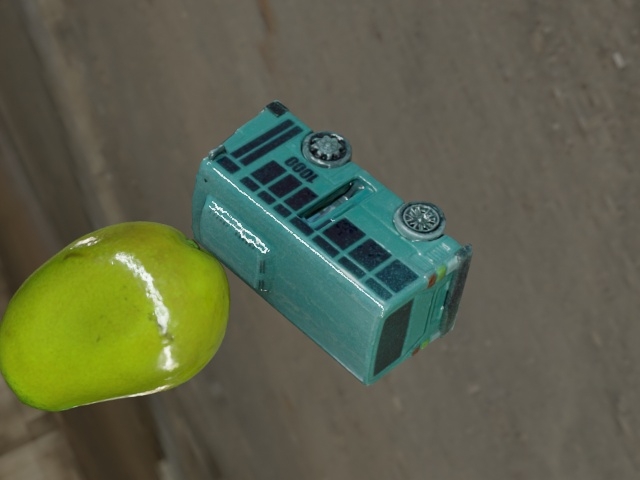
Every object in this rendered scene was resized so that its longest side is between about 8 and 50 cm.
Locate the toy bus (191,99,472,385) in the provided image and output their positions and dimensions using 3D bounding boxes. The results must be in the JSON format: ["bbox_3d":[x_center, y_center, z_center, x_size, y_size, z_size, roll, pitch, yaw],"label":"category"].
[{"bbox_3d":[0.000,0.000,1.529,0.256,0.147,0.128,39,143,25],"label":"toy bus"}]

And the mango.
[{"bbox_3d":[-0.141,0.049,1.125,0.089,0.163,0.117,2,-103,-88],"label":"mango"}]
